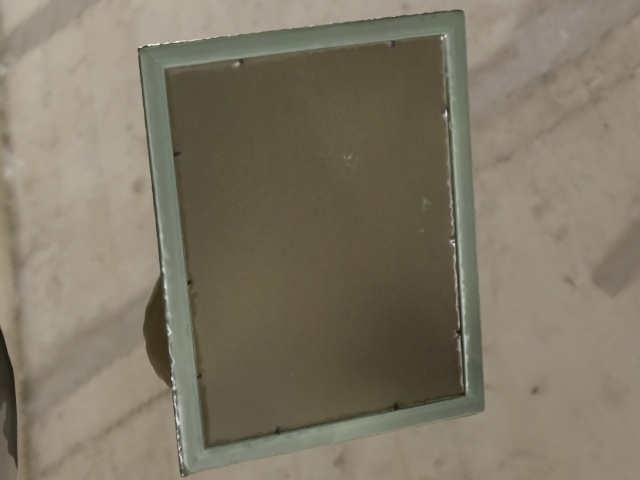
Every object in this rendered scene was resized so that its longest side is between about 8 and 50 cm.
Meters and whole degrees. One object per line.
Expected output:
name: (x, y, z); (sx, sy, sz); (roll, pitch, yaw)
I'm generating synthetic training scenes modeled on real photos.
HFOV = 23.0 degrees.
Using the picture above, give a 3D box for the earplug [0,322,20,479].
earplug: (-0.298, 0.034, 0.542); (0.313, 0.394, 0.312); (-27, -142, 24)

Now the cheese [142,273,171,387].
cheese: (-0.035, 0.075, 1.498); (0.248, 0.251, 0.173); (-35, -131, 5)

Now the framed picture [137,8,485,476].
framed picture: (0.000, 0.000, 0.981); (0.017, 0.217, 0.274); (-149, -126, -67)
